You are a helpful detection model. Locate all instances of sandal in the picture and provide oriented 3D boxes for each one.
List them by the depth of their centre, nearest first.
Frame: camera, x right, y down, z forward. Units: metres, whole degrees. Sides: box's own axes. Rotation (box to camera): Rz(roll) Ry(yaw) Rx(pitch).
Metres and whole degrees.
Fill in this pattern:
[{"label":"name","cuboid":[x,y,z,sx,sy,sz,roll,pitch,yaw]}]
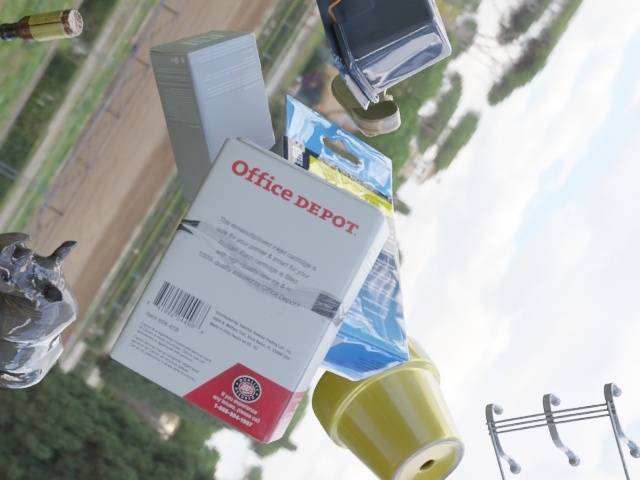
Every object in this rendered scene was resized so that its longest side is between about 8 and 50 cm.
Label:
[{"label":"sandal","cuboid":[0.071,-0.187,1.483,0.240,0.088,0.079,-108,-174,-62]}]

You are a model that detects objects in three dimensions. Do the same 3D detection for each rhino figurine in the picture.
[{"label":"rhino figurine","cuboid":[-0.249,0.051,0.798,0.243,0.106,0.073,127,-22,-53]}]

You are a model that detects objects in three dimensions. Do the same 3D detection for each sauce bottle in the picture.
[{"label":"sauce bottle","cuboid":[-0.406,-0.309,1.433,0.042,0.128,0.042,0,90,-68]}]

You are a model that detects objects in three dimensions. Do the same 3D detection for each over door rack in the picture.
[{"label":"over door rack","cuboid":[0.421,0.418,1.667,0.239,0.108,0.324,-17,-106,31]}]

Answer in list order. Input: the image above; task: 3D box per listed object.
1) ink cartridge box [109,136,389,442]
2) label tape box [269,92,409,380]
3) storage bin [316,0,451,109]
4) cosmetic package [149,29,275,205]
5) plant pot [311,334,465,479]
[{"label":"ink cartridge box","cuboid":[-0.070,0.053,1.090,0.273,0.197,0.114,-62,171,-3]},{"label":"label tape box","cuboid":[0.000,0.000,1.381,0.106,0.240,0.334,-26,-127,34]},{"label":"storage bin","cuboid":[0.051,-0.201,0.857,0.091,0.098,0.135,-22,-118,14]},{"label":"cosmetic package","cuboid":[-0.147,-0.173,1.431,0.127,0.107,0.238,-26,119,-38]},{"label":"plant pot","cuboid":[0.146,0.348,1.902,0.254,0.254,0.239,-56,-133,23]}]
